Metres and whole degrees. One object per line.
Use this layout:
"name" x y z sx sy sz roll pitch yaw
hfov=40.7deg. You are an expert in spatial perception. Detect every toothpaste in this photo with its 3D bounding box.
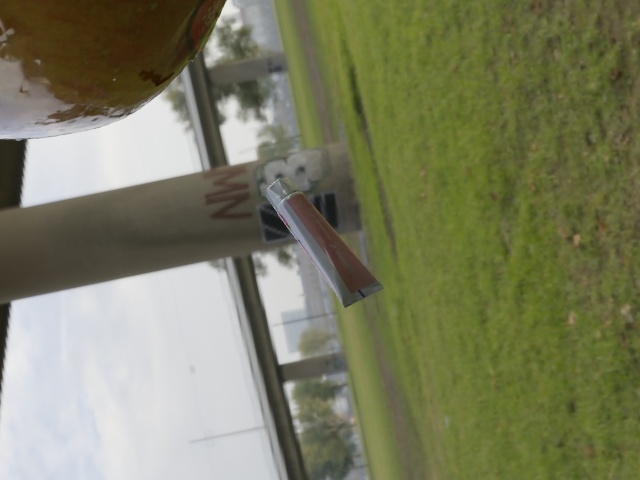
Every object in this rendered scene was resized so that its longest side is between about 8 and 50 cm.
"toothpaste" 0.000 0.000 1.112 0.194 0.067 0.043 52 144 21

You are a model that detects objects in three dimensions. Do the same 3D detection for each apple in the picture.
"apple" -0.260 -0.275 0.702 0.333 0.400 0.401 -42 -58 -74
